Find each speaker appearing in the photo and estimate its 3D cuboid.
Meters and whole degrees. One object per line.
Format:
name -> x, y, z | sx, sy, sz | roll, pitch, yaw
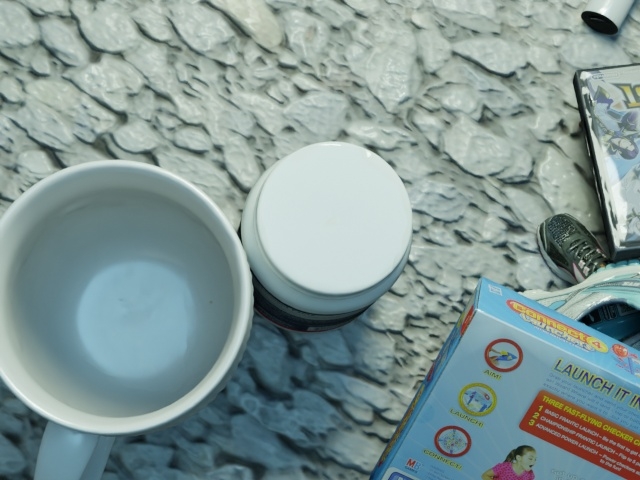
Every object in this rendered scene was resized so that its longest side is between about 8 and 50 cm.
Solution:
speaker -> 0.392, -0.337, 1.865 | 0.055, 0.055, 0.136 | 30, 77, -1

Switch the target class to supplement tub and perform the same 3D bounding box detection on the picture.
supplement tub -> 0.000, 0.000, 1.643 | 0.191, 0.272, 0.191 | 1, 79, -7

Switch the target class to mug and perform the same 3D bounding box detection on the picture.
mug -> -0.226, 0.120, 1.564 | 0.276, 0.328, 0.374 | 18, 82, 0

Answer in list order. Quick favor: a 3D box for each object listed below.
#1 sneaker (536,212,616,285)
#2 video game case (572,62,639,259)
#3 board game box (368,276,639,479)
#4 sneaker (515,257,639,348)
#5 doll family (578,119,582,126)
sneaker -> 0.345, 0.036, 1.778 | 0.072, 0.077, 0.178 | -39, 86, -12
video game case -> 0.465, -0.109, 1.738 | 0.275, 0.035, 0.248 | -6, 67, -3
board game box -> 0.250, 0.241, 1.639 | 0.308, 0.086, 0.302 | 26, 116, -2
sneaker -> 0.280, 0.112, 1.691 | 0.283, 0.122, 0.110 | -27, 104, 16
doll family -> 0.424, -0.190, 1.833 | 0.193, 0.076, 0.111 | -27, 88, -8
